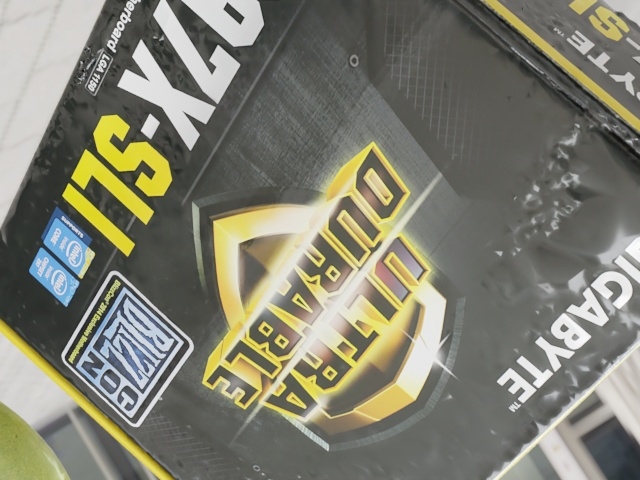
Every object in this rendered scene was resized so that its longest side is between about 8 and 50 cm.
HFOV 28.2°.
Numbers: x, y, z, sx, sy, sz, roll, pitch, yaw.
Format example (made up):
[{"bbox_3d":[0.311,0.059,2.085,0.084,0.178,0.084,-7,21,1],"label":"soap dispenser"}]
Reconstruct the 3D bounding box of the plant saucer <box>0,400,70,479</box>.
[{"bbox_3d":[-0.257,0.180,0.734,0.241,0.241,0.037,-34,-163,15],"label":"plant saucer"}]

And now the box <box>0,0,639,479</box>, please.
[{"bbox_3d":[0.000,0.000,0.567,0.079,0.257,0.322,-38,168,-49],"label":"box"}]
